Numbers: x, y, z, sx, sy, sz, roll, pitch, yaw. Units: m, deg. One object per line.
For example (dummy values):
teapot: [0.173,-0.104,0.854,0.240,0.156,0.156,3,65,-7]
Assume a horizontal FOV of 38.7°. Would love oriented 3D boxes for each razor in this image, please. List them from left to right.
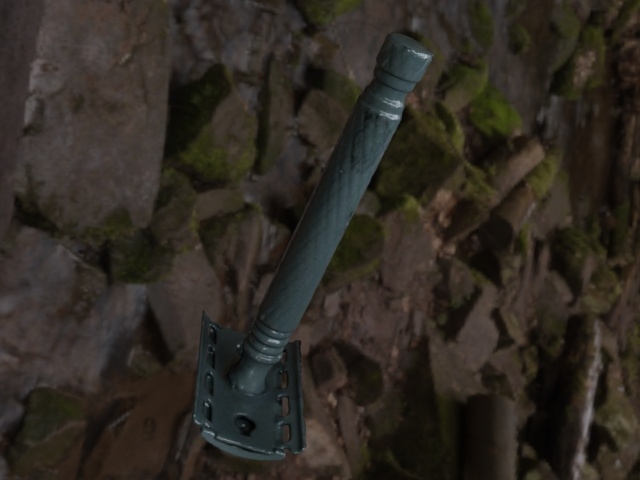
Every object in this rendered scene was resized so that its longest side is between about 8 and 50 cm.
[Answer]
razor: [0.000,0.000,0.490,0.106,0.068,0.232,-97,-150,-60]

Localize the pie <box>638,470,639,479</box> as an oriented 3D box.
pie: [0.248,0.172,0.571,0.339,0.083,0.339,-37,132,-54]
